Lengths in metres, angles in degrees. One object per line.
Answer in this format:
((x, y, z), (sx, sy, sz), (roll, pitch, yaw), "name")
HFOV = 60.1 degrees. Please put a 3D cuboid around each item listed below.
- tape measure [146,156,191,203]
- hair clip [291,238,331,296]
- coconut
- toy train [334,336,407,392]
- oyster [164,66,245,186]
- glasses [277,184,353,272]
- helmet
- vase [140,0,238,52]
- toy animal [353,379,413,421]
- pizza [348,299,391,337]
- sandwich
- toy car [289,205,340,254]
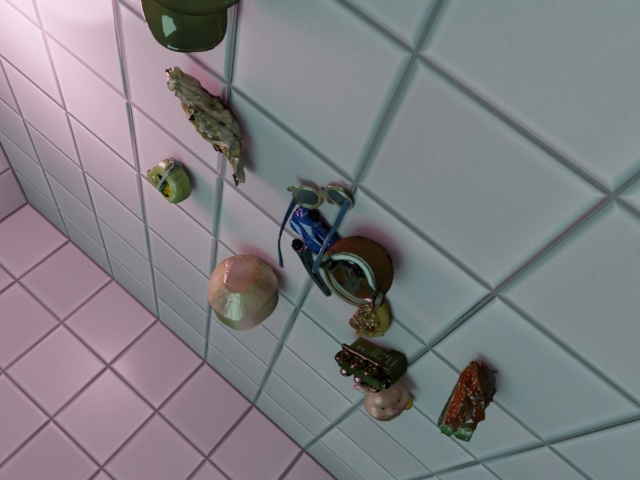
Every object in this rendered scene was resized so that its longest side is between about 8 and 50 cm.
((-0.495, -0.200, 1.842), (0.177, 0.087, 0.154), (-19, 101, 56), "tape measure")
((-0.019, 0.087, 1.678), (0.070, 0.039, 0.230), (17, 145, 41), "hair clip")
((-0.264, 0.178, 1.897), (0.259, 0.259, 0.259), (31, 148, 22), "coconut")
((0.151, 0.384, 1.739), (0.225, 0.137, 0.090), (20, 137, 43), "toy train")
((-0.277, -0.304, 1.443), (0.201, 0.107, 0.355), (45, 171, 42), "oyster")
((-0.017, -0.025, 1.373), (0.189, 0.221, 0.088), (5, 167, 40), "glasses")
((0.103, 0.069, 1.397), (0.198, 0.130, 0.224), (39, 158, 12), "helmet")
((-0.242, -0.546, 0.988), (0.302, 0.240, 0.330), (165, 91, -72), "vase")
((0.216, 0.520, 1.817), (0.149, 0.165, 0.248), (50, 164, 31), "toy animal")
((0.145, 0.233, 1.628), (0.127, 0.058, 0.246), (44, 149, 2), "pizza")
((0.392, 0.419, 1.434), (0.109, 0.185, 0.160), (28, 151, 12), "sandwich")
((0.000, 0.000, 1.503), (0.216, 0.063, 0.103), (48, 150, -6), "toy car")
